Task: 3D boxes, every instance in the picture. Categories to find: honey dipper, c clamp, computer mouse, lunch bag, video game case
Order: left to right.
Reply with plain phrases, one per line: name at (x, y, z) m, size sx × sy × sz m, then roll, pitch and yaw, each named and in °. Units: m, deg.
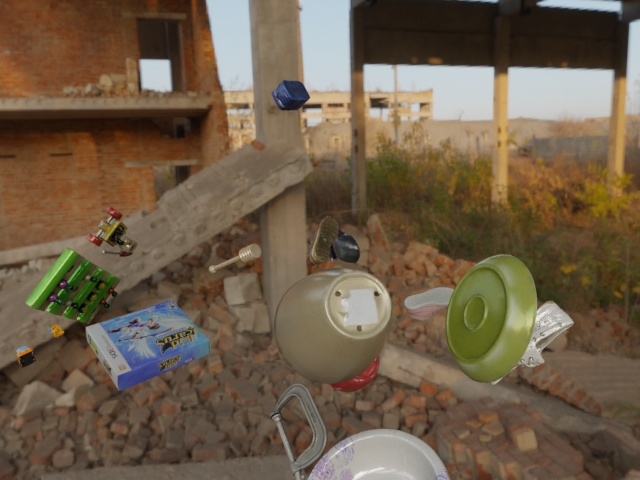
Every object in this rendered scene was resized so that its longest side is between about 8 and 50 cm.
video game case at (-0.497, 0.289, 1.495) m, size 0.270 × 0.061 × 0.244 m, roll -17°, pitch 36°, yaw -37°
honey dipper at (-0.181, 0.043, 1.061) m, size 0.161 × 0.030 × 0.031 m, roll -24°, pitch -8°, yaw 42°
lunch bag at (-0.088, -0.400, 1.444) m, size 0.099 × 0.067 × 0.065 m, roll -14°, pitch -17°, yaw -46°
c clamp at (-0.048, 0.331, 0.880) m, size 0.022 × 0.137 × 0.160 m, roll 26°, pitch 28°, yaw -41°
computer mouse at (0.082, 0.029, 2.254) m, size 0.072 × 0.188 × 0.272 m, roll -13°, pitch 17°, yaw -21°

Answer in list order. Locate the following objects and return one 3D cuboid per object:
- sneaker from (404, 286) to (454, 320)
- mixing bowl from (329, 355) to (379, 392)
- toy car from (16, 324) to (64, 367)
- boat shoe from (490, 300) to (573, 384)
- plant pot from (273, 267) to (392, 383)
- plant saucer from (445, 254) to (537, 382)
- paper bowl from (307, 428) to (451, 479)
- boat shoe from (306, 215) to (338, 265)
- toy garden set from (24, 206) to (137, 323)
sneaker at (0.275, 0.159, 1.282) m, size 0.135 × 0.070 × 0.050 m, roll -12°, pitch 49°, yaw 3°
mixing bowl at (0.098, 0.343, 1.468) m, size 0.182 × 0.181 × 0.098 m, roll -6°, pitch -6°, yaw -22°
toy car at (-0.667, 0.248, 1.231) m, size 0.122 × 0.060 × 0.040 m, roll -36°, pitch 68°, yaw -21°
boat shoe at (0.537, 0.284, 1.345) m, size 0.096 × 0.277 × 0.098 m, roll 47°, pitch 10°, yaw 37°
plant pot at (0.047, 0.158, 1.072) m, size 0.257 × 0.256 × 0.274 m, roll -4°, pitch -17°, yaw -13°
plant saucer at (0.297, 0.137, 0.953) m, size 0.037 × 0.240 × 0.241 m, roll 16°, pitch 4°, yaw -16°
paper bowl at (0.116, 0.510, 0.956) m, size 0.285 × 0.148 × 0.284 m, roll -18°, pitch 30°, yaw 11°
boat shoe at (0.000, 0.000, 1.461) m, size 0.060 × 0.064 × 0.177 m, roll -31°, pitch 26°, yaw 41°
toy garden set at (-0.404, 0.059, 0.957) m, size 0.049 × 0.203 × 0.244 m, roll 31°, pitch -14°, yaw 4°
